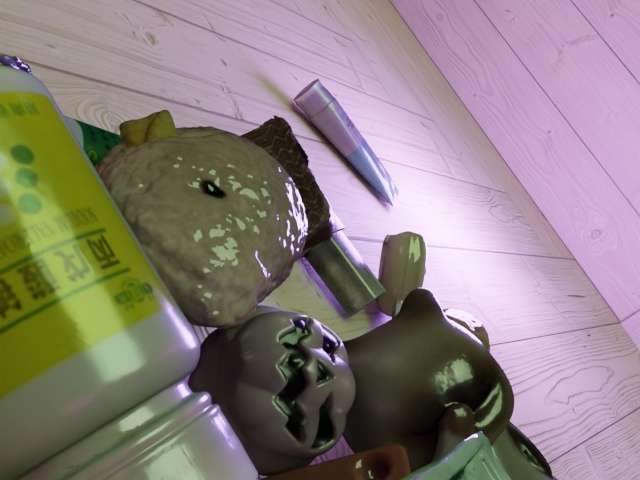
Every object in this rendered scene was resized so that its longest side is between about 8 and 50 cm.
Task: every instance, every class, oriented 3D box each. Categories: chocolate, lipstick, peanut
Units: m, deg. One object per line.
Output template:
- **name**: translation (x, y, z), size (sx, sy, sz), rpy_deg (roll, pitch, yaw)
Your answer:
- **chocolate**: translation (-0.071, -0.063, 1.179), size (0.093, 0.148, 0.214), rpy_deg (59, 7, -64)
- **lipstick**: translation (0.000, 0.000, 1.289), size (0.252, 0.077, 0.079), rpy_deg (55, 25, 7)
- **peanut**: translation (0.204, 0.170, 1.301), size (0.129, 0.129, 0.224), rpy_deg (54, 11, 10)

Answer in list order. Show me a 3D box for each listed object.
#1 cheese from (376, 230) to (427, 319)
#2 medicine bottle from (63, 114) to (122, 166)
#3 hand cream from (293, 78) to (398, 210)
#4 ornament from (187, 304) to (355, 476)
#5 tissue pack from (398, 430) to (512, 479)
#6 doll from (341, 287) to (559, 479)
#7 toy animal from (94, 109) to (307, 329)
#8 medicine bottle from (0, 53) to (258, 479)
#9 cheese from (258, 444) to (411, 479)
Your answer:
- **cheese**: translation (0.128, 0.093, 1.357), size (0.071, 0.163, 0.248), rpy_deg (10, 73, 0)
- **medicine bottle**: translation (-0.264, -0.085, 0.945), size (0.260, 0.095, 0.095), rpy_deg (20, 38, -50)
- **hand cream**: translation (0.071, -0.197, 1.710), size (0.312, 0.070, 0.111), rpy_deg (46, 22, -17)
- **ornament**: translation (-0.047, 0.159, 0.868), size (0.177, 0.177, 0.177), rpy_deg (39, 27, -24)
- **tissue pack**: translation (-0.011, 0.345, 0.388), size (0.331, 0.405, 0.205), rpy_deg (57, 28, 15)
- **doll**: translation (0.154, 0.261, 0.964), size (0.370, 0.215, 0.226), rpy_deg (66, -16, -15)
- **toy animal**: translation (-0.127, -0.029, 0.864), size (0.227, 0.188, 0.358), rpy_deg (31, 8, 3)
- **medicine bottle**: translation (-0.223, 0.069, 0.632), size (0.378, 0.214, 0.213), rpy_deg (58, 25, 3)
- **cheese**: translation (0.015, 0.326, 0.821), size (0.128, 0.203, 0.177), rpy_deg (-103, 175, -52)
